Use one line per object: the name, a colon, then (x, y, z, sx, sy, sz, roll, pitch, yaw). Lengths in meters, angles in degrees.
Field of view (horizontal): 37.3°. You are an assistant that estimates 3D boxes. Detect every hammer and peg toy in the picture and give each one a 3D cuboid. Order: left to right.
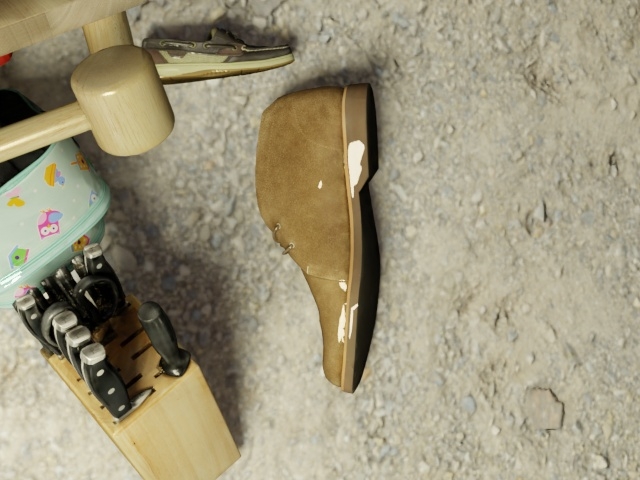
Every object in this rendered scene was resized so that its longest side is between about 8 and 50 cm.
hammer and peg toy: (-0.274, -0.174, 0.710, 0.266, 0.361, 0.127, -26, 135, -19)

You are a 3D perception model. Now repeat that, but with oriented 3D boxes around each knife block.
knife block: (-0.142, 0.129, 0.781, 0.088, 0.242, 0.275, -39, 107, -17)

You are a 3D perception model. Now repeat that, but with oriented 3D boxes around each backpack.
backpack: (-0.264, -0.029, 0.783, 0.166, 0.188, 0.144, -40, 119, -19)

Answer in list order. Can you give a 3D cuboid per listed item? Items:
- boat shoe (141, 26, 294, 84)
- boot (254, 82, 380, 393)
boat shoe: (-0.099, -0.183, 0.923, 0.152, 0.056, 0.049, -10, 96, -21)
boot: (0.000, 0.000, 0.947, 0.115, 0.112, 0.305, -2, 93, 9)
